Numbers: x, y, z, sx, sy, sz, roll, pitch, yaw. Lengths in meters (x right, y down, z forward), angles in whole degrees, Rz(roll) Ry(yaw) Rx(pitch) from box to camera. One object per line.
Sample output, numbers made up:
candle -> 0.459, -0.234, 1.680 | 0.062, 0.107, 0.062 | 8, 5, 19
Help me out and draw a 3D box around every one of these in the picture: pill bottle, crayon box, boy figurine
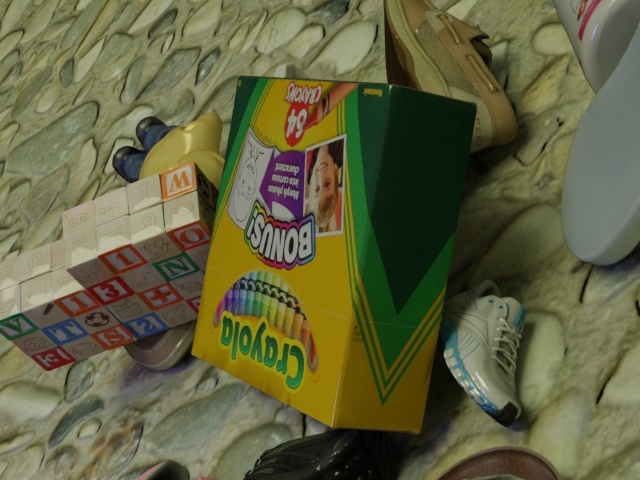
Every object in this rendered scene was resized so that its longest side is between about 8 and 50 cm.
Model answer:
pill bottle -> 0.309, -0.256, 1.520 | 0.160, 0.160, 0.283 | -38, 31, 20
crayon box -> 0.000, 0.000, 1.546 | 0.363, 0.106, 0.313 | 15, 95, 64
boy figurine -> -0.186, -0.104, 2.096 | 0.177, 0.092, 0.285 | -54, 30, -8

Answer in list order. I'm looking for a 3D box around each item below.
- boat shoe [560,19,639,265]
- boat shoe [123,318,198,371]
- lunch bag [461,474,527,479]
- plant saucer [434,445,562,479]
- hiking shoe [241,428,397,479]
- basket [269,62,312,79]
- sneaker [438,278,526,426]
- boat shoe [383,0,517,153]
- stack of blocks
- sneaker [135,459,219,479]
boat shoe -> 0.344, -0.134, 1.366 | 0.136, 0.156, 0.367 | 56, 132, 55
boat shoe -> -0.241, 0.073, 1.951 | 0.109, 0.098, 0.302 | -50, 30, 0
lunch bag -> 0.190, 0.293, 0.961 | 0.169, 0.235, 0.287 | -46, 29, 2
plant saucer -> 0.134, 0.265, 1.277 | 0.198, 0.036, 0.199 | -34, 32, 25
hiking shoe -> -0.039, 0.245, 1.454 | 0.226, 0.086, 0.114 | -24, 6, -19
basket -> -0.043, -0.116, 1.893 | 0.103, 0.113, 0.167 | -34, 32, 33
sneaker -> 0.157, 0.093, 1.417 | 0.083, 0.071, 0.191 | -37, 31, 10
boat shoe -> 0.140, -0.193, 1.751 | 0.110, 0.122, 0.341 | -9, 37, -4
stack of blocks -> -0.237, 0.036, 1.795 | 0.297, 0.171, 0.087 | -20, 51, 15
sneaker -> -0.124, 0.298, 1.514 | 0.319, 0.112, 0.131 | 14, 70, 57
